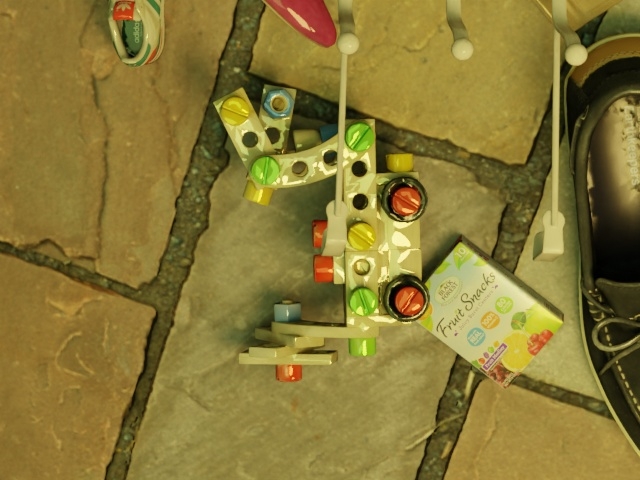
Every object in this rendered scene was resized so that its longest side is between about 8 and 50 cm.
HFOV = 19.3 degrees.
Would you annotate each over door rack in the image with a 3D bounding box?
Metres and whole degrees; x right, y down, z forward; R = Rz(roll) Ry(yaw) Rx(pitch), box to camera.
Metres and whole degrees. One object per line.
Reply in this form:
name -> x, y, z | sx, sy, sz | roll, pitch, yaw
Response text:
over door rack -> 0.129, -0.139, 1.820 | 0.239, 0.108, 0.324 | 3, 93, -3

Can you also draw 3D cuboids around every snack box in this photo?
snack box -> 0.174, 0.077, 2.001 | 0.141, 0.037, 0.100 | 38, 105, -3

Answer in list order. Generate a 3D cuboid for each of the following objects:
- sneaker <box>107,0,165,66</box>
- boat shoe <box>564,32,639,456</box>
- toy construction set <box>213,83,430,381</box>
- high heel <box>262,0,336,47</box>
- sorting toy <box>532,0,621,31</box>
sneaker -> -0.192, -0.256, 1.942 | 0.057, 0.075, 0.161 | 1, 105, 7
boat shoe -> 0.347, 0.042, 1.906 | 0.186, 0.156, 0.500 | -10, 107, 11
toy construction set -> 0.000, 0.000, 1.944 | 0.215, 0.151, 0.328 | -2, 109, -4
high heel -> -0.035, -0.317, 1.908 | 0.117, 0.082, 0.244 | -37, 87, 18
sorting toy -> 0.302, -0.307, 1.865 | 0.229, 0.041, 0.307 | -33, 113, 27
